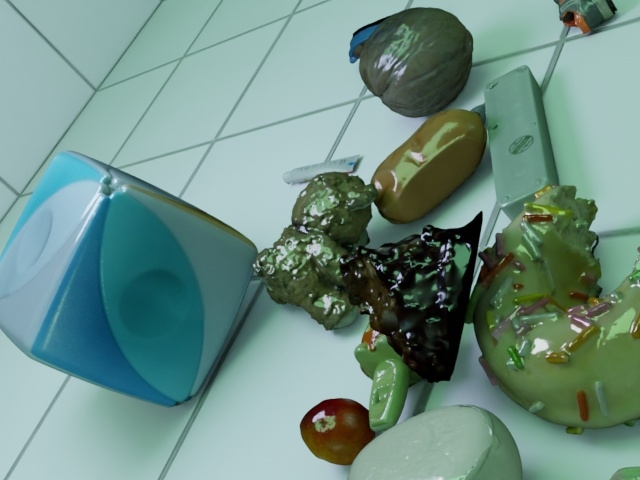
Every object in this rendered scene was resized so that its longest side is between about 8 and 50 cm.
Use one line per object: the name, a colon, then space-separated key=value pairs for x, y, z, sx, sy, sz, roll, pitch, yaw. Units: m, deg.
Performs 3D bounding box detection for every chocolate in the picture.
chocolate: x=0.104 y=0.070 z=1.267 sx=0.177 sy=0.224 sz=0.206 roll=10 pitch=34 yaw=12

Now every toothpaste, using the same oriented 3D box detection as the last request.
toothpaste: x=0.000 y=-0.144 z=1.984 sx=0.190 sy=0.031 sz=0.048 roll=-9 pitch=41 yaw=39

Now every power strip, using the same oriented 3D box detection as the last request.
power strip: x=0.329 y=-0.156 z=1.581 sx=0.091 sy=0.062 sz=0.385 roll=-27 pitch=33 yaw=25

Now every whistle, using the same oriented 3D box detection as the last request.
whistle: x=0.113 y=0.147 z=1.407 sx=0.131 sy=0.106 sz=0.289 roll=-26 pitch=33 yaw=40

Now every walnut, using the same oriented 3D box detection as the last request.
walnut: x=0.189 y=-0.348 z=1.859 sx=0.224 sy=0.224 sz=0.224 roll=-30 pitch=33 yaw=21

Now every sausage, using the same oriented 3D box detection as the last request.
sausage: x=0.186 y=-0.129 z=1.653 sx=0.241 sy=0.120 sz=0.136 roll=-41 pitch=30 yaw=11

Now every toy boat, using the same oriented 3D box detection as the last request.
toy boat: x=0.141 y=-0.433 z=2.134 sx=0.223 sy=0.100 sz=0.097 roll=-11 pitch=78 yaw=50

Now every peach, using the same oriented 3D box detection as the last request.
peach: x=0.023 y=0.268 z=1.366 sx=0.100 sy=0.101 sz=0.101 roll=-30 pitch=33 yaw=21

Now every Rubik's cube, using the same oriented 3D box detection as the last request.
Rubik's cube: x=-0.364 y=0.064 z=1.762 sx=0.352 sy=0.347 sz=0.352 roll=31 pitch=94 yaw=57

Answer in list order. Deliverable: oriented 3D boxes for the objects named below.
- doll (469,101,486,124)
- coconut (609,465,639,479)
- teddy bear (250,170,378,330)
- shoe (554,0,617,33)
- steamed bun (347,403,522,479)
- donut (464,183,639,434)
doll: x=0.272 y=-0.208 z=1.737 sx=0.114 sy=0.039 sz=0.057 roll=-62 pitch=-8 yaw=-15
coconut: x=0.337 y=0.278 z=1.014 sx=0.082 sy=0.081 sz=0.083 roll=-66 pitch=33 yaw=34
teddy bear: x=0.000 y=0.000 z=1.656 sx=0.256 sy=0.156 sz=0.267 roll=-57 pitch=31 yaw=-9
shoe: x=0.460 y=-0.435 z=1.773 sx=0.077 sy=0.074 sz=0.194 roll=-45 pitch=32 yaw=6
steamed bun: x=0.141 y=0.298 z=1.160 sx=0.228 sy=0.131 sz=0.177 roll=-24 pitch=25 yaw=31
donut: x=0.330 y=0.076 z=1.199 sx=0.307 sy=0.150 sz=0.371 roll=-51 pitch=30 yaw=-6
